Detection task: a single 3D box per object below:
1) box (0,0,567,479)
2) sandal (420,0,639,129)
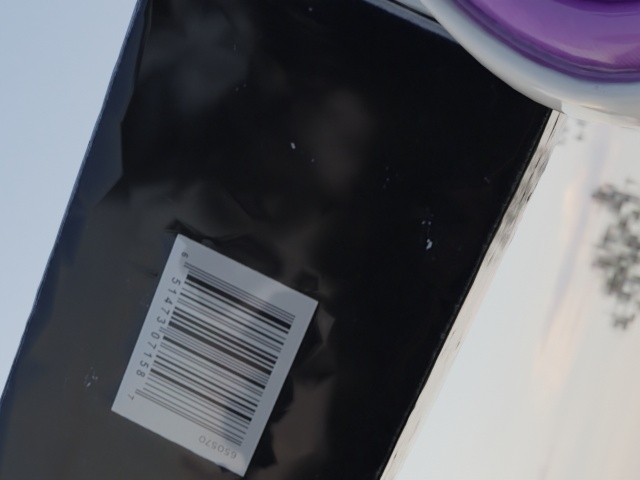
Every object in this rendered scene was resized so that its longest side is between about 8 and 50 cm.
[{"bbox_3d":[0.000,0.000,0.792,0.343,0.179,0.312,-67,-7,23],"label":"box"},{"bbox_3d":[-0.015,-0.202,0.399,0.169,0.416,0.102,-50,-19,13],"label":"sandal"}]
